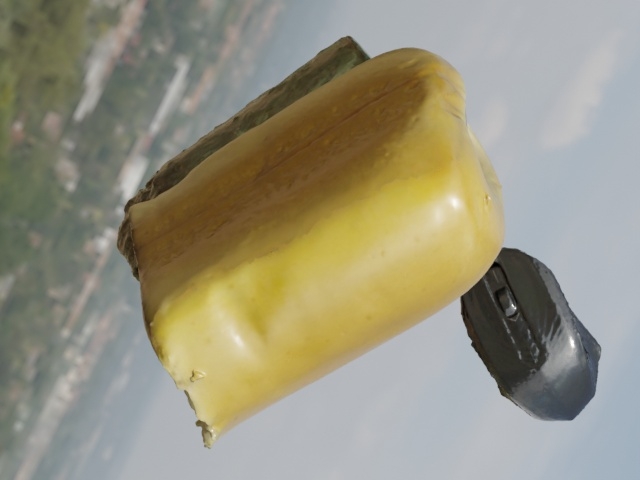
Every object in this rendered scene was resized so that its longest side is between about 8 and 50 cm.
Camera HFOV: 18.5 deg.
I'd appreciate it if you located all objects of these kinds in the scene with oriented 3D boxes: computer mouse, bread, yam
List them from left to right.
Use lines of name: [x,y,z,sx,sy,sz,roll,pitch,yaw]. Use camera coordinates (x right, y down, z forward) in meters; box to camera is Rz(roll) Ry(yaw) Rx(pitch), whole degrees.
yam: [-0.026,-0.034,1.737,0.300,0.195,0.195,-36,-171,12]
bread: [0.001,0.002,0.839,0.173,0.085,0.134,-30,-149,10]
computer mouse: [0.181,0.085,1.711,0.099,0.172,0.057,-27,-173,14]
